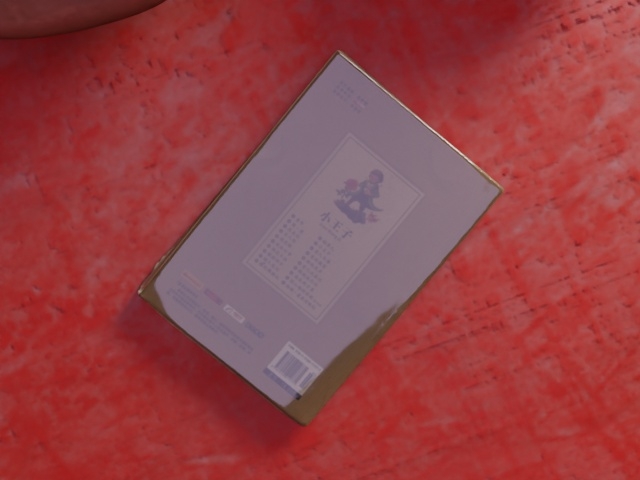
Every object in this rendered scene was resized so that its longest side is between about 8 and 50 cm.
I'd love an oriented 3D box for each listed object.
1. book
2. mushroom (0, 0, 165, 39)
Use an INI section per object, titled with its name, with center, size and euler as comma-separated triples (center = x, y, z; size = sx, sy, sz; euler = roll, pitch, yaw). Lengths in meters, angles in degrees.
[book]
center = 0.000, 0.000, 0.586
size = 0.138, 0.016, 0.198
euler = 40, 92, -3
[mushroom]
center = -0.148, -0.249, 0.428
size = 0.297, 0.290, 0.297
euler = 0, 94, -3
